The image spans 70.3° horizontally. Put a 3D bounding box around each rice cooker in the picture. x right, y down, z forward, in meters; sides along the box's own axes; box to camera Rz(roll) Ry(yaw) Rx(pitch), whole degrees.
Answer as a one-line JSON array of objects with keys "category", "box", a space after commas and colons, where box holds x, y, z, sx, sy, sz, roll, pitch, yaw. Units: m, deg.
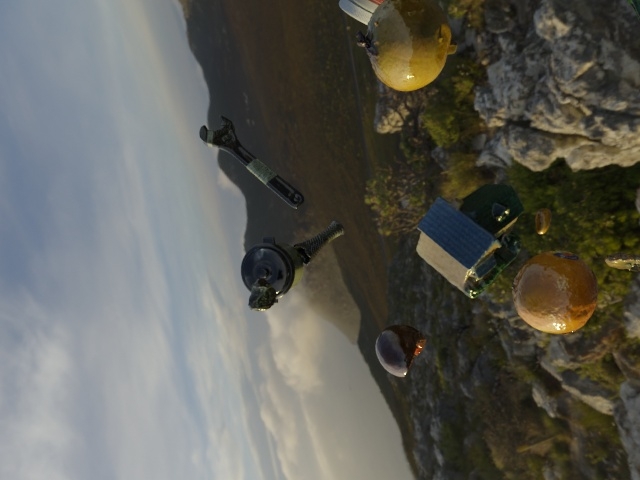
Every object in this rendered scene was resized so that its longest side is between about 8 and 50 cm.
[{"category": "rice cooker", "box": [-0.205, 0.125, 1.943, 0.227, 0.241, 0.281, -16, -75, -75]}]

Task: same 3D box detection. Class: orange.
[{"category": "orange", "box": [0.609, 0.134, 1.187, 0.219, 0.192, 0.220, -1, -90, -83]}]

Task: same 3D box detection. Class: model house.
[{"category": "model house", "box": [0.647, -0.040, 1.868, 0.334, 0.382, 0.343, 44, 157, 29]}]

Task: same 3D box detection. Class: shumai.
[{"category": "shumai", "box": [-0.214, 0.189, 1.638, 0.124, 0.098, 0.087, -71, -21, -46]}]

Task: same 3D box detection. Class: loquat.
[{"category": "loquat", "box": [0.173, -0.375, 0.866, 0.149, 0.204, 0.172, 179, 83, -66]}]

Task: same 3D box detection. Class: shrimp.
[{"category": "shrimp", "box": [1.092, 0.070, 1.564, 0.173, 0.253, 0.058, -6, 78, 56]}]

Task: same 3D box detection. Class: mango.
[{"category": "mango", "box": [0.880, -0.076, 1.799, 0.079, 0.057, 0.114, 71, -144, -62]}]

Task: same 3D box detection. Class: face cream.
[{"category": "face cream", "box": [0.177, -0.715, 1.275, 0.187, 0.201, 0.201, -63, 37, 36]}]

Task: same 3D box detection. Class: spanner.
[{"category": "spanner", "box": [-0.161, -0.192, 1.114, 0.315, 0.087, 0.024, 39, 167, 5]}]

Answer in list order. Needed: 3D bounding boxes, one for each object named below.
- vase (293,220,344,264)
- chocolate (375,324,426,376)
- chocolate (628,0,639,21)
[{"category": "vase", "box": [0.000, 0.000, 2.056, 0.115, 0.237, 0.116, 38, 149, 27]}, {"category": "chocolate", "box": [0.201, 0.272, 1.124, 0.133, 0.127, 0.124, 53, -141, -82]}, {"category": "chocolate", "box": [0.995, -0.553, 1.225, 0.161, 0.341, 0.360, -24, 97, 45]}]
